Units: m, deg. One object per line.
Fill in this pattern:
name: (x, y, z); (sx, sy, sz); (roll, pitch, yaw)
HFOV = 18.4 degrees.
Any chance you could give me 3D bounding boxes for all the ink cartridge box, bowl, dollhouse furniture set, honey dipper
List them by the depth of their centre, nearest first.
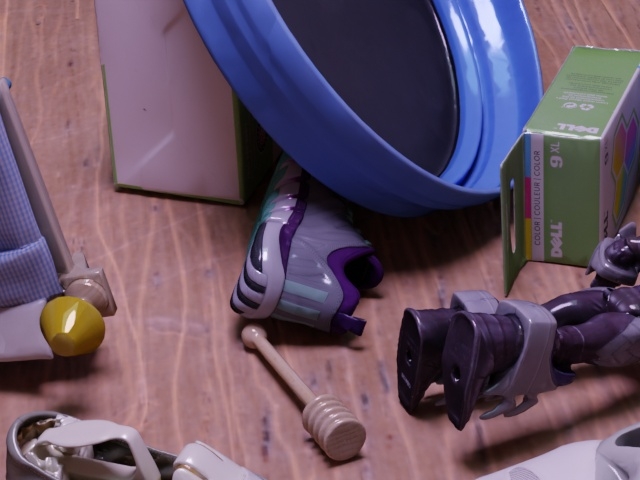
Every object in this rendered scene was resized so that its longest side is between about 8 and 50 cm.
dollhouse furniture set: (-0.315, -0.012, 1.254); (0.303, 0.286, 0.198); (-7, 28, 16)
honey dipper: (-0.018, 0.095, 1.306); (0.030, 0.030, 0.160); (-15, 28, -21)
ink cartridge box: (0.190, -0.052, 1.463); (0.062, 0.109, 0.209); (8, 31, 19)
bowl: (0.025, -0.197, 1.501); (0.077, 0.391, 0.391); (-28, 16, 31)
ink cartridge box: (-0.063, -0.205, 1.650); (0.119, 0.207, 0.353); (7, 31, 17)

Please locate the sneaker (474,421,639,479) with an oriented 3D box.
sneaker: (0.108, 0.227, 0.998); (0.146, 0.122, 0.330); (-13, 27, 20)

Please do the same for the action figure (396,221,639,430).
action figure: (0.197, 0.055, 1.297); (0.285, 0.099, 0.185); (-10, 23, -20)

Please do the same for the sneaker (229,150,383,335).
sneaker: (0.000, 0.000, 1.444); (0.098, 0.083, 0.224); (21, 34, -4)

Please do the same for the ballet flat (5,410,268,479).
ballet flat: (-0.095, 0.147, 1.177); (0.213, 0.068, 0.072); (10, 32, 21)
